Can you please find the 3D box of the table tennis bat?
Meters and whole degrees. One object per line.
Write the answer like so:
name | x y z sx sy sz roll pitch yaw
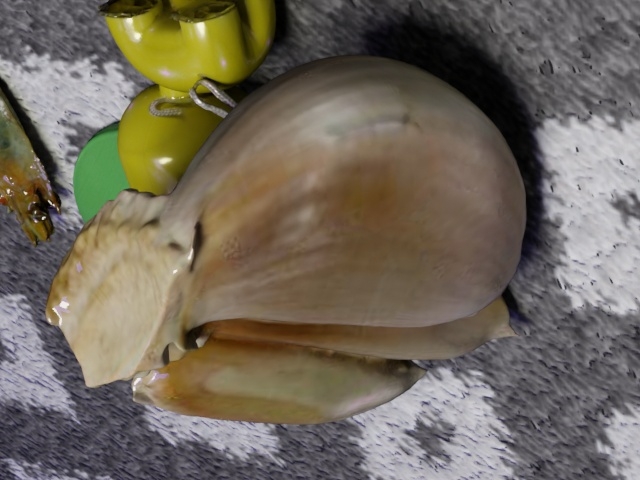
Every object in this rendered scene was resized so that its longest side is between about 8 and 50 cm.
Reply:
table tennis bat | -0.143 0.003 1.344 0.160 0.039 0.257 38 137 3

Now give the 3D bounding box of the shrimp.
shrimp | -0.284 -0.087 1.364 0.115 0.051 0.217 -12 119 53

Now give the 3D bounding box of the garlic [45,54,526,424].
garlic | 0.000 0.001 1.069 0.132 0.325 0.279 60 138 32

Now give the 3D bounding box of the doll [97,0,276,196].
doll | -0.079 -0.075 1.147 0.135 0.143 0.220 11 122 30
